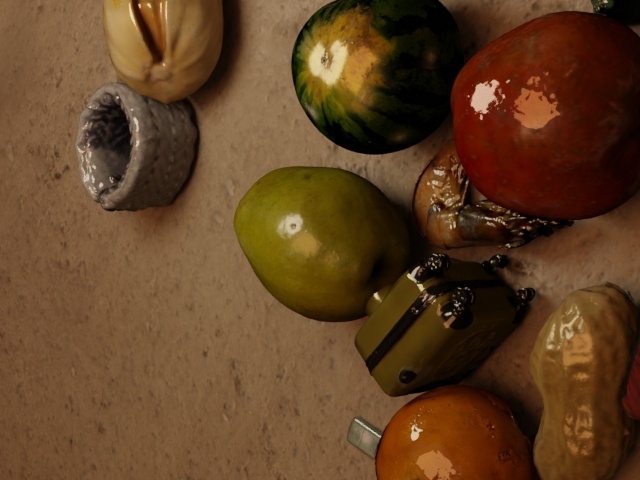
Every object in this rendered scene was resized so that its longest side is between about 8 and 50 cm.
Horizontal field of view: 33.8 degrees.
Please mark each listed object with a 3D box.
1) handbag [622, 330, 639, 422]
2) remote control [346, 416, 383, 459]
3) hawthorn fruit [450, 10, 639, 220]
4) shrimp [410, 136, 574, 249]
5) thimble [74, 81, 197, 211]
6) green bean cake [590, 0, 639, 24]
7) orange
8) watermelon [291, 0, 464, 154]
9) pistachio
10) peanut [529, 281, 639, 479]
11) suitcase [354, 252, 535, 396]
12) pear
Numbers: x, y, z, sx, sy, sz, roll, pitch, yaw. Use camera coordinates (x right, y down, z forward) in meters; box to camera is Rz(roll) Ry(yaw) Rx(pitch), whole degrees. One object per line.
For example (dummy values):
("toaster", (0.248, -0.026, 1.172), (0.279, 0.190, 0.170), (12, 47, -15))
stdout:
("handbag", (0.496, 0.172, 1.290), (0.254, 0.181, 0.181), (39, 132, 50))
("remote control", (0.095, 0.348, 1.791), (0.124, 0.018, 0.053), (28, 113, 37))
("hawthorn fruit", (0.311, -0.157, 1.387), (0.284, 0.284, 0.284), (5, 97, 41))
("shrimp", (0.250, -0.075, 1.589), (0.289, 0.075, 0.178), (-1, 91, 55))
("thimble", (-0.358, -0.182, 2.053), (0.217, 0.157, 0.246), (24, 109, 40))
("green bean cake", (0.399, -0.346, 1.335), (0.193, 0.208, 0.107), (-3, 89, 40))
("orange", (0.202, 0.335, 1.565), (0.240, 0.240, 0.240), (5, 97, 41))
("watermelon", (0.089, -0.258, 1.589), (0.269, 0.269, 0.269), (5, 97, 41))
("pistachio", (-0.287, -0.409, 1.938), (0.230, 0.230, 0.309), (-6, 86, 42))
("peanut", (0.367, 0.214, 1.462), (0.149, 0.149, 0.313), (9, 106, 41))
("suitcase", (0.175, 0.119, 1.582), (0.235, 0.194, 0.143), (-52, 57, 31))
("pear", (0.000, 0.000, 1.689), (0.307, 0.253, 0.253), (22, 108, 39))
